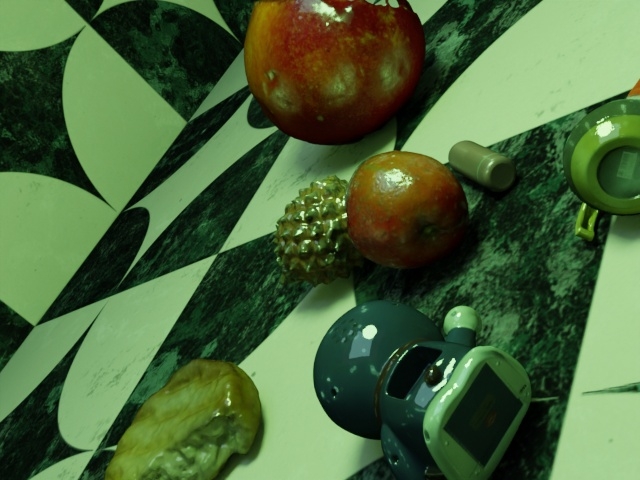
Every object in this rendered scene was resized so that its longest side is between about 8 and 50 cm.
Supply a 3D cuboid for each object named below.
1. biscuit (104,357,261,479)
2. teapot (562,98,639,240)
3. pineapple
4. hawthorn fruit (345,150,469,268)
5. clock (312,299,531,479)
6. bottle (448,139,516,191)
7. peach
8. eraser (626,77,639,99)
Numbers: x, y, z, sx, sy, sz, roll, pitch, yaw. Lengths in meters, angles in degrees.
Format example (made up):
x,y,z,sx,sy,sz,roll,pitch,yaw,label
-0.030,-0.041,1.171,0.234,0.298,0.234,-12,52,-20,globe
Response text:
x,y,z,sx,sy,sz,roll,pitch,yaw,label
-0.196,0.280,1.189,0.274,0.091,0.213,-38,26,20,biscuit
0.329,-0.080,0.898,0.119,0.130,0.166,-54,-12,-59,teapot
0.000,0.000,1.266,0.193,0.166,0.166,-49,21,15,pineapple
0.122,-0.041,1.110,0.173,0.173,0.173,-37,24,19,hawthorn fruit
0.098,0.148,0.858,0.199,0.146,0.243,-56,32,-14,clock
0.233,-0.110,1.175,0.053,0.053,0.140,-44,22,2,bottle
0.024,-0.348,1.610,0.335,0.310,0.406,-14,19,-32,peach
0.465,-0.210,0.971,0.230,0.038,0.157,-52,24,-18,eraser
